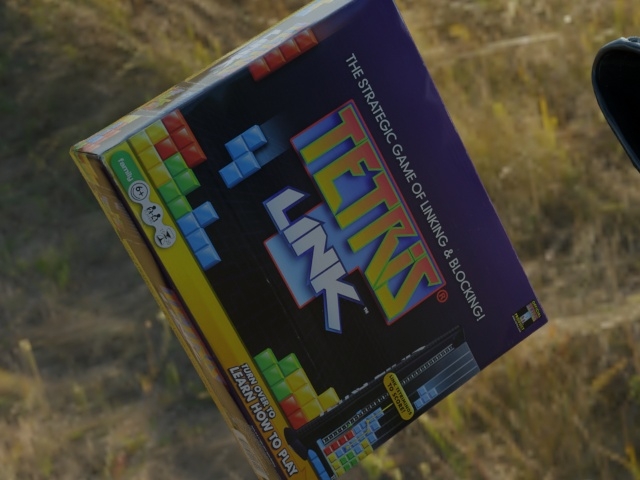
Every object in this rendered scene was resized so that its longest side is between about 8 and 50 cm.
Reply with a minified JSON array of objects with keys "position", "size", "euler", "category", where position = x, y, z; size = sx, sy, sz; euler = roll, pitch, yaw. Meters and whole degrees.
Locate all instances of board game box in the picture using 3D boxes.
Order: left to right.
[{"position":[0.000,0.000,0.622],"size":[0.141,0.170,0.048],"euler":[-34,19,-17],"category":"board game box"}]

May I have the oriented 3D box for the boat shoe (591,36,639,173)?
[{"position":[0.116,-0.021,0.444],"size":[0.040,0.049,0.142],"euler":[6,30,-11],"category":"boat shoe"}]
